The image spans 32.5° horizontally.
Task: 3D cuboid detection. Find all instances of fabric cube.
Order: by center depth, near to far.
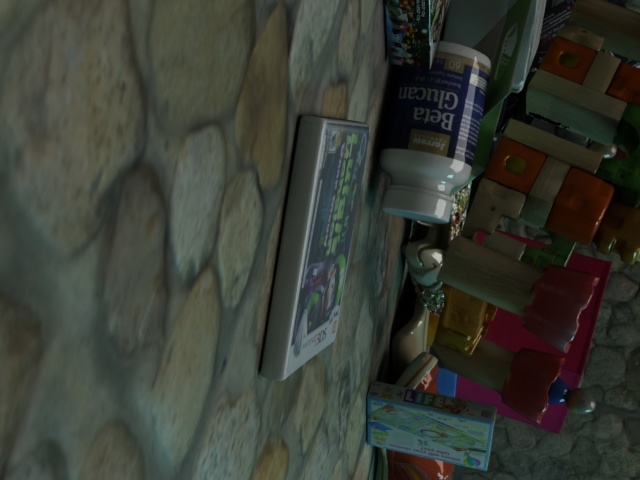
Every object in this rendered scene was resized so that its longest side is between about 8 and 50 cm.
[{"bbox_3d":[0.367,0.164,2.038,0.254,0.258,0.259,87,23,-55],"label":"fabric cube"}]

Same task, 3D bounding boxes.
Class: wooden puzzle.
[{"bbox_3d":[0.182,0.106,1.636,0.322,0.080,0.348,87,18,-48],"label":"wooden puzzle"}]

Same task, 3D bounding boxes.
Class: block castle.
[{"bbox_3d":[0.313,-0.038,1.288,0.453,0.212,0.303,-59,164,-25],"label":"block castle"}]

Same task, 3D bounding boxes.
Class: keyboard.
[{"bbox_3d":[0.226,-0.127,1.510,0.201,0.033,0.317,-38,-156,47],"label":"keyboard"}]

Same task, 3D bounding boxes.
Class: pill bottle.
[{"bbox_3d":[0.110,-0.106,1.097,0.094,0.094,0.170,30,71,-77],"label":"pill bottle"}]

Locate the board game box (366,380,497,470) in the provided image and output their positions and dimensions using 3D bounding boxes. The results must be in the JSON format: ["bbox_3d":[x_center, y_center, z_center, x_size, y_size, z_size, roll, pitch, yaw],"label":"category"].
[{"bbox_3d":[0.134,0.227,1.342,0.103,0.154,0.026,89,16,-45],"label":"board game box"}]

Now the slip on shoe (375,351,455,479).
[{"bbox_3d":[0.136,0.280,1.484,0.123,0.101,0.331,-44,146,-41],"label":"slip on shoe"}]

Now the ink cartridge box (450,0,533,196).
[{"bbox_3d":[0.178,-0.153,1.214,0.235,0.056,0.171,-40,-154,54],"label":"ink cartridge box"}]

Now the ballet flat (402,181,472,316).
[{"bbox_3d":[0.139,-0.016,1.386,0.077,0.091,0.241,-10,108,-43],"label":"ballet flat"}]

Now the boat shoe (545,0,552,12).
[{"bbox_3d":[0.331,-0.429,1.819,0.306,0.104,0.113,-67,159,-68],"label":"boat shoe"}]

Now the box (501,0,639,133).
[{"bbox_3d":[0.366,-0.273,1.698,0.142,0.247,0.163,62,13,3],"label":"box"}]

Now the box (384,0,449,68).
[{"bbox_3d":[0.108,-0.302,1.037,0.159,0.044,0.233,81,22,-57],"label":"box"}]

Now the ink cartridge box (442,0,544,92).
[{"bbox_3d":[0.243,-0.332,1.468,0.273,0.114,0.197,-57,155,-63],"label":"ink cartridge box"}]

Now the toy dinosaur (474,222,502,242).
[{"bbox_3d":[0.211,-0.018,1.531,0.053,0.092,0.183,-41,-162,24],"label":"toy dinosaur"}]

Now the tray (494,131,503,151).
[{"bbox_3d":[0.307,-0.235,1.883,0.145,0.030,0.271,179,-77,-70],"label":"tray"}]

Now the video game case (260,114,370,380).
[{"bbox_3d":[0.000,0.000,0.853,0.173,0.022,0.191,-20,119,-76],"label":"video game case"}]
